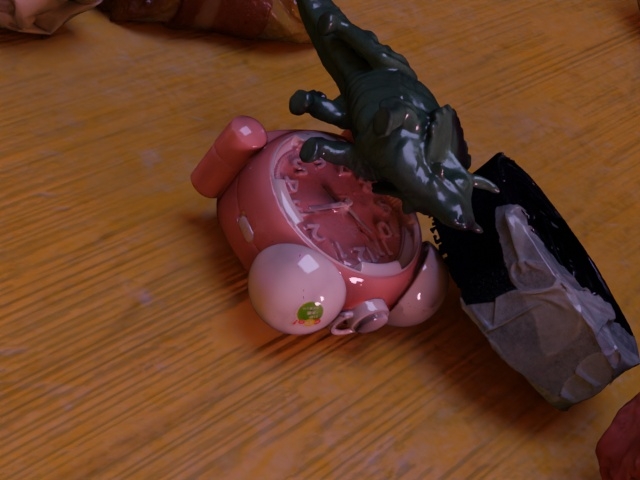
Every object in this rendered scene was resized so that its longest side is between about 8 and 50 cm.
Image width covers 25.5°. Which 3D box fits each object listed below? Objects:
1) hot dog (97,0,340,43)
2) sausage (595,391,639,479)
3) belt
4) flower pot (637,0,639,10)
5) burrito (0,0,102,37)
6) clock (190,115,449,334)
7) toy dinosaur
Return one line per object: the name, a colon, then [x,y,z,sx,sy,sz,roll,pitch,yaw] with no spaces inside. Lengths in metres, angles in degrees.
hot dog: [-0.095,-0.239,1.242,0.261,0.093,0.123,3,40,-30]
sausage: [0.317,0.172,0.926,0.279,0.152,0.152,22,35,-10]
belt: [0.154,0.029,1.019,0.151,0.078,0.198,32,28,-50]
flower pot: [0.459,-0.278,1.584,0.195,0.195,0.179,-8,35,-39]
burrito: [-0.366,-0.315,1.166,0.445,0.101,0.139,41,49,17]
clock: [0.000,0.000,1.007,0.165,0.093,0.162,0,51,-42]
toy dinosaur: [0.025,-0.107,1.003,0.120,0.079,0.292,-5,49,-49]
